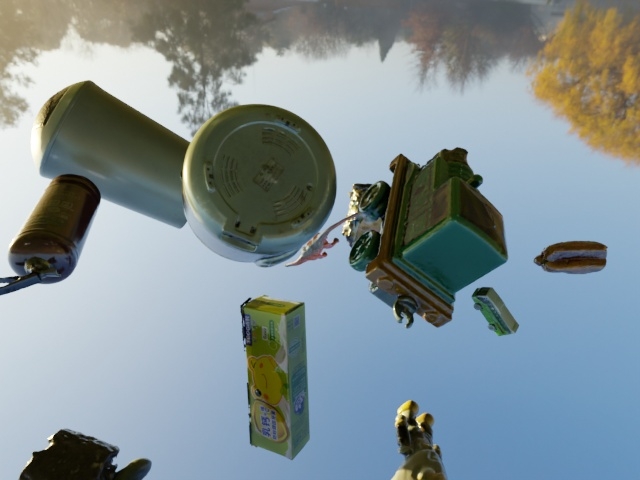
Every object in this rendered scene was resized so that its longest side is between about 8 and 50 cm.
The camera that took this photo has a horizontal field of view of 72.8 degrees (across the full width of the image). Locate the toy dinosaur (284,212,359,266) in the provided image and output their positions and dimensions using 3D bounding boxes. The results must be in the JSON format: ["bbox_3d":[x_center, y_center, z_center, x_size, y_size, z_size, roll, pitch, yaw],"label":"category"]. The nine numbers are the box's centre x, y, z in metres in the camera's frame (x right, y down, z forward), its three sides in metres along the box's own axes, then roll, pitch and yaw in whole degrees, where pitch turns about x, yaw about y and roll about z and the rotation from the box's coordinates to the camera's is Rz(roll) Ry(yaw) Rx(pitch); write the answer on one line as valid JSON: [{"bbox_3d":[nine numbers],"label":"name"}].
[{"bbox_3d":[0.004,0.005,1.082,0.055,0.279,0.101,54,-150,11],"label":"toy dinosaur"}]

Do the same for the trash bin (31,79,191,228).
[{"bbox_3d":[-0.537,-0.229,1.188,0.432,0.280,0.280,27,-158,-25],"label":"trash bin"}]

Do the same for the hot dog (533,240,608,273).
[{"bbox_3d":[0.433,0.030,0.749,0.144,0.062,0.038,-1,-168,-17],"label":"hot dog"}]

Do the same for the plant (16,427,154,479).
[{"bbox_3d":[-0.394,0.458,0.789,0.274,0.146,0.149,23,-142,1],"label":"plant"}]

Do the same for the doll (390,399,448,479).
[{"bbox_3d":[0.182,0.436,0.765,0.103,0.145,0.316,-18,-156,16],"label":"doll"}]

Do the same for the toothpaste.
[{"bbox_3d":[-0.090,0.279,0.901,0.110,0.328,0.077,4,-167,27],"label":"toothpaste"}]

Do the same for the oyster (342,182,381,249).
[{"bbox_3d":[0.159,-0.057,1.373,0.198,0.260,0.092,-29,-159,-7],"label":"oyster"}]

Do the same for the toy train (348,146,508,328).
[{"bbox_3d":[0.198,-0.034,0.790,0.178,0.249,0.429,35,-138,-15],"label":"toy train"}]

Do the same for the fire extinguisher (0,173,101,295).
[{"bbox_3d":[-0.539,-0.010,0.866,0.135,0.114,0.337,-12,-144,-8],"label":"fire extinguisher"}]

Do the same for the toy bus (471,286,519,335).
[{"bbox_3d":[0.278,0.113,0.694,0.031,0.083,0.037,-42,-170,-35],"label":"toy bus"}]

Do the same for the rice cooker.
[{"bbox_3d":[-0.124,-0.093,0.840,0.288,0.288,0.277,-7,174,-18],"label":"rice cooker"}]
